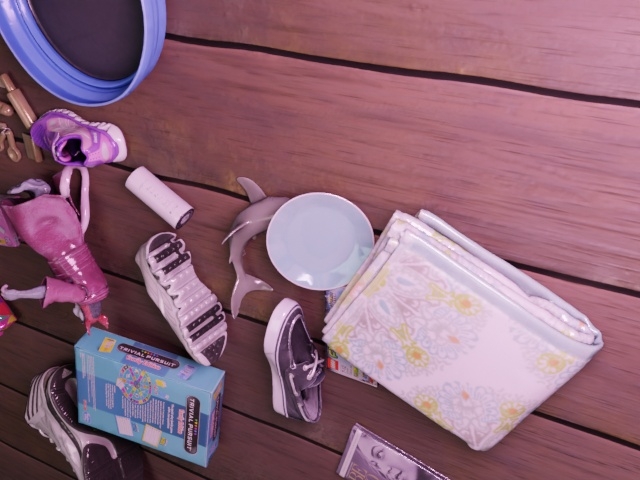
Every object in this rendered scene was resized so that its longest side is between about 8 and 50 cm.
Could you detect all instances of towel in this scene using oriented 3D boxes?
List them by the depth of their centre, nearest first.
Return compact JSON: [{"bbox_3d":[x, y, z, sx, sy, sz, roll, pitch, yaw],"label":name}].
[{"bbox_3d":[0.211,0.151,1.252,0.374,0.090,0.321,35,131,3],"label":"towel"}]

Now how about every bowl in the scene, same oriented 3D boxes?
[{"bbox_3d":[-0.435,-0.434,1.353,0.391,0.077,0.391,17,125,25],"label":"bowl"}]

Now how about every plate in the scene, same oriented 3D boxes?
[{"bbox_3d":[0.000,0.000,1.330,0.188,0.024,0.188,2,117,4],"label":"plate"}]

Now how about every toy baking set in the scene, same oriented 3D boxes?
[{"bbox_3d":[-0.692,-0.275,1.655,0.196,0.030,0.256,-12,110,38],"label":"toy baking set"}]

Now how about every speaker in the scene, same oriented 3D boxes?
[{"bbox_3d":[-0.317,-0.084,1.505,0.136,0.055,0.055,39,132,7],"label":"speaker"}]

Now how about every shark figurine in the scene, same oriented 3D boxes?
[{"bbox_3d":[-0.144,0.005,1.408,0.166,0.116,0.278,39,130,9],"label":"shark figurine"}]

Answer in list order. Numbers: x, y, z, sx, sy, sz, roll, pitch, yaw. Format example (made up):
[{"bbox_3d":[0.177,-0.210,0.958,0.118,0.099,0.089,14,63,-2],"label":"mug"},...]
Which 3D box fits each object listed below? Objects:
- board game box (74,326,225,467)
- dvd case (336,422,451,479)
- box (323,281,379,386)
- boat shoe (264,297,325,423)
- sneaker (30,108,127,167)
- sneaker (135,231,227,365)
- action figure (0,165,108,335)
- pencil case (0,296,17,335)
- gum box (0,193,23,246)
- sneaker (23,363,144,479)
[{"bbox_3d":[-0.397,0.364,1.774,0.336,0.079,0.254,17,125,9],"label":"board game box"},{"bbox_3d":[0.145,0.486,1.574,0.221,0.018,0.165,29,130,16],"label":"dvd case"},{"bbox_3d":[0.064,0.167,1.417,0.114,0.036,0.207,15,125,26],"label":"box"},{"bbox_3d":[-0.039,0.243,1.487,0.102,0.108,0.301,19,129,25],"label":"boat shoe"},{"bbox_3d":[-0.505,-0.196,1.530,0.236,0.104,0.095,15,126,28],"label":"sneaker"},{"bbox_3d":[-0.292,0.125,1.596,0.118,0.110,0.292,-18,98,48],"label":"sneaker"},{"bbox_3d":[-0.539,0.028,1.673,0.275,0.248,0.370,-22,104,13],"label":"action figure"},{"bbox_3d":[-0.907,0.151,2.022,0.104,0.104,0.236,-25,101,41],"label":"pencil case"},{"bbox_3d":[-0.776,-0.051,1.829,0.188,0.062,0.107,5,120,32],"label":"gum box"},{"bbox_3d":[-0.643,0.538,2.069,0.257,0.169,0.448,-12,103,47],"label":"sneaker"}]
